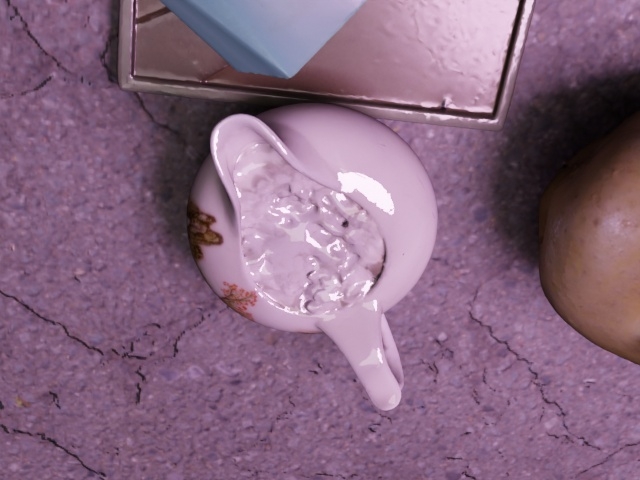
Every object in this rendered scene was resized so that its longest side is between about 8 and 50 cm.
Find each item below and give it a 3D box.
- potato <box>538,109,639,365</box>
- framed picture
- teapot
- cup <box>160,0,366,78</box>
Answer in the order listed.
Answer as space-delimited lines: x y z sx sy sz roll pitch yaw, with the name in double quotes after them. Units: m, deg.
0.336 0.007 0.708 0.327 0.221 0.243 19 107 -2 "potato"
0.011 -0.209 0.678 0.325 0.020 0.240 5 119 -6 "framed picture"
0.000 0.000 0.727 0.204 0.139 0.298 -29 119 12 "teapot"
-0.090 -0.219 0.551 0.236 0.134 0.148 31 111 -34 "cup"
